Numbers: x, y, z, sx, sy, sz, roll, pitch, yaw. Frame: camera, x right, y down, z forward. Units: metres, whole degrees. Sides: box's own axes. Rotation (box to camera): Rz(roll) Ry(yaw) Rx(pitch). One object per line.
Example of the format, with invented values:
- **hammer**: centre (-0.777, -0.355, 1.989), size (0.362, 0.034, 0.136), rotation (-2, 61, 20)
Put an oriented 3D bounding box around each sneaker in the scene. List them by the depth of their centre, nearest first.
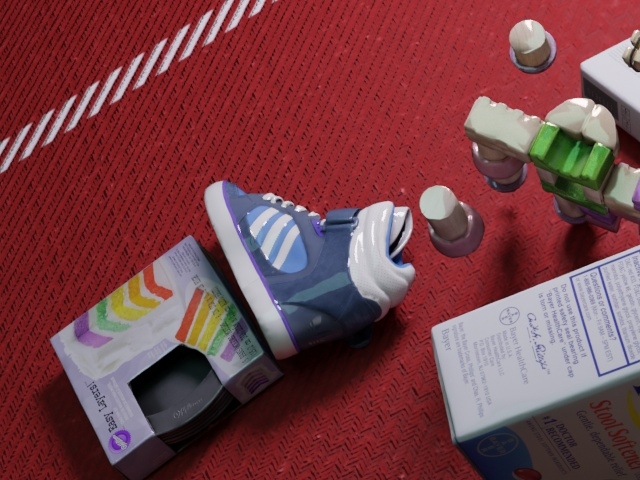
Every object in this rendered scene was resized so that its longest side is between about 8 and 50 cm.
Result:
- **sneaker**: centre (0.000, 0.000, 2.206), size (0.236, 0.130, 0.323), rotation (-25, 43, -2)

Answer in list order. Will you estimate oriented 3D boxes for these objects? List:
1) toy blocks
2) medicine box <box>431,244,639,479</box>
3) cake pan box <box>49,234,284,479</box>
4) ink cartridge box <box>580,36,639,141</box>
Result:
- **toy blocks**: centre (0.312, -0.074, 1.996), size (0.288, 0.260, 0.309), rotation (23, 82, 21)
- **medicine box**: centre (0.302, 0.162, 1.804), size (0.289, 0.263, 0.149), rotation (-22, 49, 15)
- **cake pan box**: centre (-0.203, 0.155, 2.234), size (0.246, 0.070, 0.267), rotation (-37, 47, 4)
- **ink cartridge box**: centre (0.493, -0.184, 2.094), size (0.239, 0.060, 0.275), rotation (-27, 44, -17)
